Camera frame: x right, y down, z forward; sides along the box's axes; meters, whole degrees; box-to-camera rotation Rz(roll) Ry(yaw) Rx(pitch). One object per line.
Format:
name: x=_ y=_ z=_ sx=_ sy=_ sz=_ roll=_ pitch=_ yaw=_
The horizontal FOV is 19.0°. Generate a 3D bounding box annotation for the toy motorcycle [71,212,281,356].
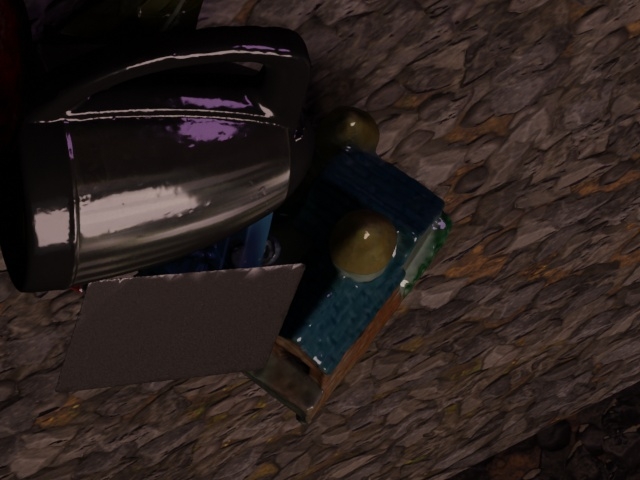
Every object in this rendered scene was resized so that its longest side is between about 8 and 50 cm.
toy motorcycle: x=-0.130 y=-0.022 z=1.791 sx=0.124 sy=0.182 sz=0.272 roll=2 pitch=103 yaw=-59

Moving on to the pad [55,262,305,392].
pad: x=-0.124 y=0.078 z=1.710 sx=0.211 sy=0.003 sz=0.143 roll=-4 pitch=135 yaw=-29

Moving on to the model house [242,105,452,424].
model house: x=0.000 y=0.000 z=1.854 sx=0.267 sy=0.194 sz=0.325 roll=-52 pitch=175 yaw=-12

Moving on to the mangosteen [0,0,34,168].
mangosteen: x=-0.347 y=-0.119 z=1.228 sx=0.330 sy=0.330 sz=0.330 roll=-26 pitch=157 yaw=-12

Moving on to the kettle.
kettle: x=-0.135 y=-0.092 z=1.605 sx=0.271 sy=0.207 sz=0.250 roll=-7 pitch=120 yaw=-18

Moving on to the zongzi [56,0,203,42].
zongzi: x=-0.152 y=-0.207 z=1.592 sx=0.119 sy=0.055 sz=0.109 roll=-6 pitch=146 yaw=-25
